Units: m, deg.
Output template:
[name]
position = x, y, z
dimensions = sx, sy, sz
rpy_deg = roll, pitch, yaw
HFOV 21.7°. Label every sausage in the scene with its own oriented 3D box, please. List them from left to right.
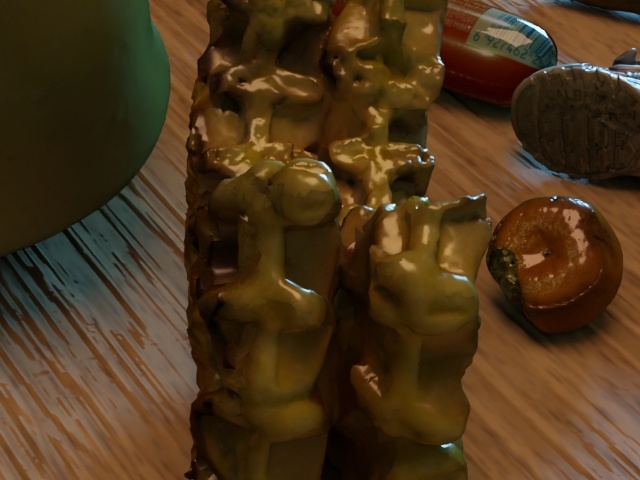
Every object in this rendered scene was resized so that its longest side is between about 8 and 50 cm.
[sausage]
position = 0.074, -0.157, 1.262
dimensions = 0.264, 0.083, 0.083
rpy_deg = 23, 41, 27

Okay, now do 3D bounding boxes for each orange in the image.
[orange]
position = 0.147, 0.014, 1.026
dimensions = 0.086, 0.062, 0.086
rpy_deg = -7, 70, 21

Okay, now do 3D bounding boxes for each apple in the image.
[apple]
position = -0.267, -0.153, 1.033
dimensions = 0.357, 0.357, 0.357
rpy_deg = 0, 35, 0

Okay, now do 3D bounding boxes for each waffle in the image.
[waffle]
position = 0.000, 0.000, 0.879
dimensions = 0.151, 0.261, 0.324
rpy_deg = 6, 38, -5

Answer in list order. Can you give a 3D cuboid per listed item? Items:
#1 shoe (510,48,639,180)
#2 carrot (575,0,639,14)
[shoe]
position = 0.226, -0.092, 1.154
dimensions = 0.180, 0.089, 0.092
rpy_deg = 15, 39, 16
[carrot]
position = 0.295, -0.201, 1.338
dimensions = 0.298, 0.078, 0.078
rpy_deg = 8, 36, 21
